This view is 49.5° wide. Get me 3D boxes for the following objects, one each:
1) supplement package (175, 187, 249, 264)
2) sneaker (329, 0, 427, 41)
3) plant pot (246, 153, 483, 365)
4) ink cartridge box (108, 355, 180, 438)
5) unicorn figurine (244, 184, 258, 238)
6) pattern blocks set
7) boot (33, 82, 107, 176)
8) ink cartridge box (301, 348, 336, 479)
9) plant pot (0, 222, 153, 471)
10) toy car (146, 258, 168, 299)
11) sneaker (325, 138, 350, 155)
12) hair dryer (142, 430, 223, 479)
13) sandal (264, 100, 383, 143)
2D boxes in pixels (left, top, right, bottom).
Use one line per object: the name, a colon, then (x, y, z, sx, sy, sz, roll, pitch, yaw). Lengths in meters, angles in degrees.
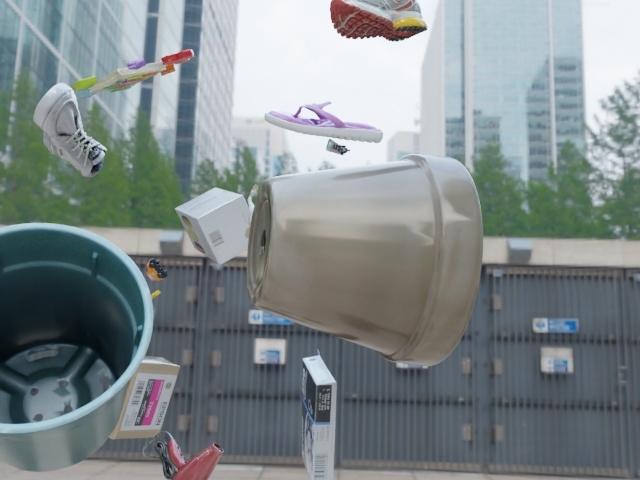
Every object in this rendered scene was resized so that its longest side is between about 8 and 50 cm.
supplement package: (-0.274, -0.044, 1.845, 0.134, 0.139, 0.244, -30, 19, -18)
sneaker: (0.094, -0.403, 1.206, 0.088, 0.093, 0.225, -14, -1, 42)
plant pot: (0.044, 0.015, 1.039, 0.280, 0.323, 0.323, 7, -11, -16)
ink cartridge box: (-0.545, 0.470, 2.086, 0.088, 0.235, 0.193, 14, -4, 33)
unicorn figurine: (-0.119, -0.057, 1.443, 0.060, 0.111, 0.162, 15, -8, -25)
pattern blocks set: (-0.490, -0.416, 1.772, 0.285, 0.026, 0.325, -22, 10, -31)
boot: (-0.458, -0.200, 1.312, 0.123, 0.095, 0.258, 39, -17, -6)
ink cartridge box: (-0.010, 0.337, 1.337, 0.045, 0.206, 0.208, 0, 8, -9)
plant pot: (-0.452, 0.203, 1.134, 0.341, 0.341, 0.334, 4, -35, -13)
toy car: (-0.406, 0.095, 1.654, 0.040, 0.122, 0.060, -37, -70, 20)
sneaker: (0.056, -0.277, 2.076, 0.069, 0.038, 0.098, 17, 7, 8)
hair dryer: (-0.391, 0.611, 1.894, 0.293, 0.224, 0.080, -18, -33, 24)
sandal: (0.013, -0.369, 2.079, 0.416, 0.102, 0.169, 2, 18, -38)
